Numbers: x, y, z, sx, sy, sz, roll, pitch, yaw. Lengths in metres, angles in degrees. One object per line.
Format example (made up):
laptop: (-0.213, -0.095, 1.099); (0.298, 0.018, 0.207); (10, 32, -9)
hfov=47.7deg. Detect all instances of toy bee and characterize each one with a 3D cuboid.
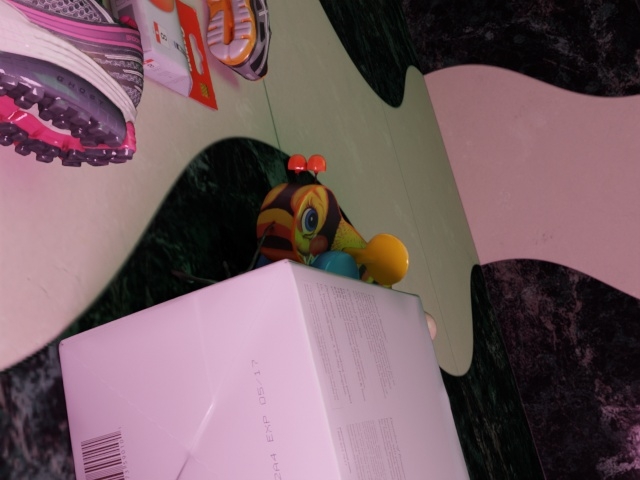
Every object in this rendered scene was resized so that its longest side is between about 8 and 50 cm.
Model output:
toy bee: (0.000, 0.000, 0.760); (0.298, 0.195, 0.162); (38, 65, -71)

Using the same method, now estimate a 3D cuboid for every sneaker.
sneaker: (-0.104, -0.304, 0.960); (0.083, 0.084, 0.215); (45, 41, -55)
sneaker: (-0.224, -0.150, 0.429); (0.299, 0.121, 0.112); (39, 52, -58)

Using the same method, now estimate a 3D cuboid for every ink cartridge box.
ink cartridge box: (-0.160, -0.235, 0.799); (0.179, 0.045, 0.145); (13, 60, -63)

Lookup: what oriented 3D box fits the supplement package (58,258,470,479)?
supplement package: (-0.025, 0.152, 0.566); (0.262, 0.198, 0.199); (19, 54, -63)

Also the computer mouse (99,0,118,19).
computer mouse: (-0.222, -0.233, 0.558); (0.184, 0.060, 0.262); (-75, 150, -54)

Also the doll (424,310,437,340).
doll: (0.034, 0.117, 0.760); (0.046, 0.189, 0.129); (70, 20, -2)
